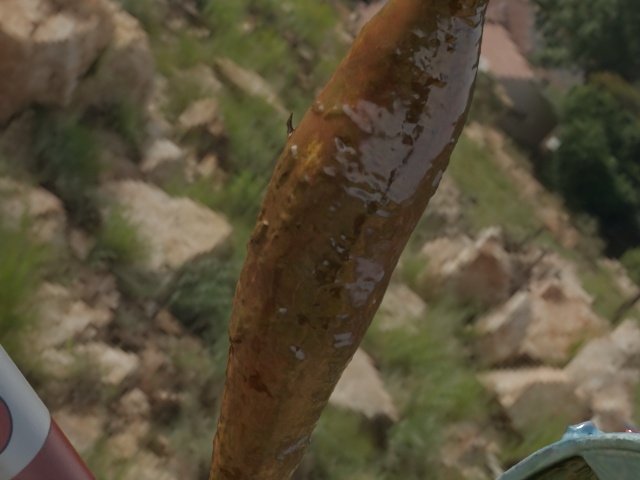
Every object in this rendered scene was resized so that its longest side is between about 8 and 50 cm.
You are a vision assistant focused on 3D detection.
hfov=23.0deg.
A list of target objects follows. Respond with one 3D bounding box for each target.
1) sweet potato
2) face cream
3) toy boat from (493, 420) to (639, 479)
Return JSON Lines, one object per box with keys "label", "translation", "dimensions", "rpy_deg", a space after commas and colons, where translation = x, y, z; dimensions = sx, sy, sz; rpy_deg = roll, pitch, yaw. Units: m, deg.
{"label": "sweet potato", "translation": [0.000, 0.000, 0.674], "dimensions": [0.072, 0.314, 0.066], "rpy_deg": [32, 20, 15]}
{"label": "face cream", "translation": [-0.247, 0.134, 1.131], "dimensions": [0.096, 0.096, 0.214], "rpy_deg": [-96, 161, -56]}
{"label": "toy boat", "translation": [0.061, 0.111, 0.478], "dimensions": [0.059, 0.173, 0.069], "rpy_deg": [-9, 60, -55]}
